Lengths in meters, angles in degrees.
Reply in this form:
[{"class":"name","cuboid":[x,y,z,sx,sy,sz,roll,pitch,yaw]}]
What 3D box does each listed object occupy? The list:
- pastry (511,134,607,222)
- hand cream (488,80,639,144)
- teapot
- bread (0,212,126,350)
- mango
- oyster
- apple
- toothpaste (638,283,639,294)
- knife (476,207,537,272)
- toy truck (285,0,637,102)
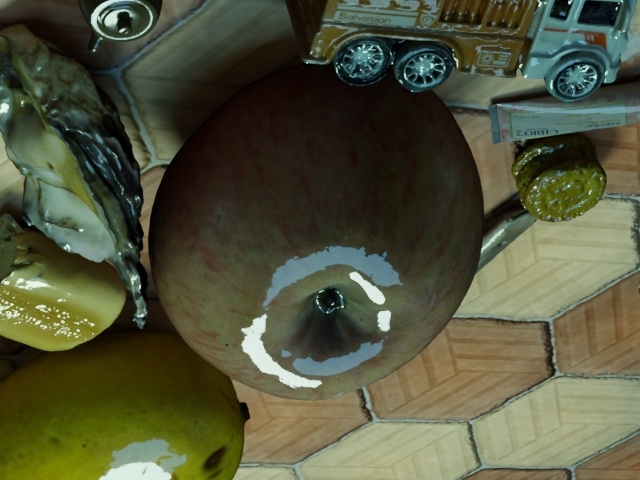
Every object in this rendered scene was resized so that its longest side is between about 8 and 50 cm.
[{"class":"pastry","cuboid":[0.260,-0.067,1.869,0.097,0.057,0.109,-31,143,22]},{"class":"hand cream","cuboid":[0.281,-0.137,1.793,0.210,0.043,0.067,-9,147,5]},{"class":"teapot","cuboid":[-0.170,-0.212,1.509,0.076,0.068,0.121,19,136,-37]},{"class":"bread","cuboid":[-0.302,0.046,1.830,0.134,0.085,0.173,-37,138,27]},{"class":"mango","cuboid":[-0.292,0.254,2.022,0.445,0.220,0.301,-23,147,21]},{"class":"oyster","cuboid":[-0.229,-0.056,1.642,0.100,0.275,0.271,-45,179,-32]},{"class":"apple","cuboid":[0.000,0.000,1.673,0.345,0.269,0.344,-16,148,-10]},{"class":"toothpaste","cuboid":[0.464,-0.001,2.032,0.066,0.053,0.272,2,143,-20]},{"class":"knife","cuboid":[0.130,0.064,2.038,0.365,0.043,0.089,-45,167,36]},{"class":"toy truck","cuboid":[0.132,-0.231,1.524,0.305,0.136,0.162,3,134,-17]}]
